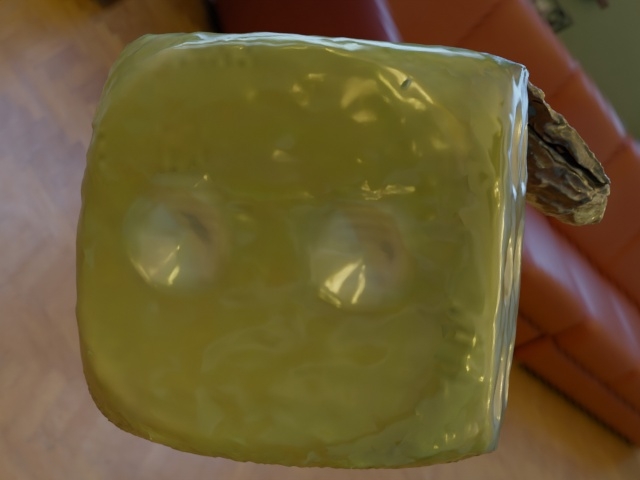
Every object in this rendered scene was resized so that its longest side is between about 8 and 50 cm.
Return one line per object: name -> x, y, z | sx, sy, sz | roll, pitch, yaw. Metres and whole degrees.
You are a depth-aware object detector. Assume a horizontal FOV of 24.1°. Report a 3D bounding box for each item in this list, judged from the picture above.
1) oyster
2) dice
oyster -> 0.222, -0.118, 1.698 | 0.271, 0.100, 0.275 | 45, 6, 6
dice -> 0.000, 0.000, 0.647 | 0.166, 0.169, 0.169 | -20, 115, -79
